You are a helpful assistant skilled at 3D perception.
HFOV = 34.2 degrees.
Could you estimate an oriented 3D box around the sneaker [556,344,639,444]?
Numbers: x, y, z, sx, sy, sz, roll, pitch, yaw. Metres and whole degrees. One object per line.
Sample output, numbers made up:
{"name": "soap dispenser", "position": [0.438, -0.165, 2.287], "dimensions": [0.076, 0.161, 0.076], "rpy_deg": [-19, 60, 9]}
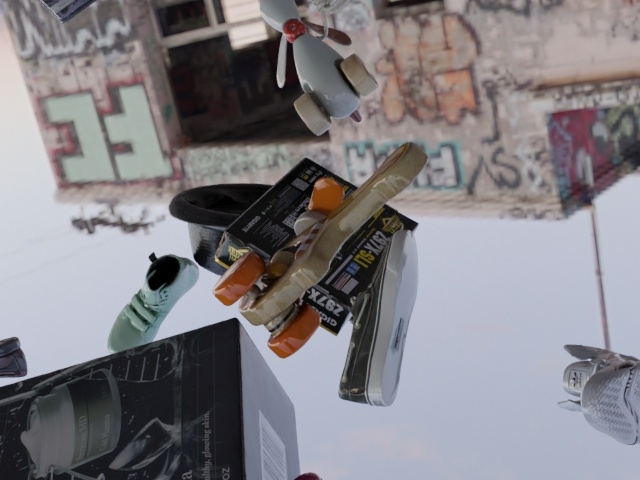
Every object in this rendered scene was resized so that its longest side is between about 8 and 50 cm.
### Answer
{"name": "sneaker", "position": [0.489, 0.263, 1.808], "dimensions": [0.210, 0.138, 0.365], "rpy_deg": [6, -179, 40]}

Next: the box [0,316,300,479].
{"name": "box", "position": [-0.290, 0.443, 1.692], "dimensions": [0.471, 0.297, 0.480], "rpy_deg": [-18, -136, 10]}

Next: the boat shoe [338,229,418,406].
{"name": "boat shoe", "position": [0.067, 0.088, 1.244], "dimensions": [0.070, 0.078, 0.219], "rpy_deg": [4, -112, 25]}

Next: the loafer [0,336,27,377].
{"name": "loafer", "position": [-0.811, 0.310, 2.373], "dimensions": [0.302, 0.095, 0.109], "rpy_deg": [-19, -168, 11]}

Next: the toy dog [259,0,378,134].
{"name": "toy dog", "position": [0.003, -0.349, 2.055], "dimensions": [0.220, 0.334, 0.161], "rpy_deg": [-16, 156, 17]}

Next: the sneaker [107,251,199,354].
{"name": "sneaker", "position": [-0.357, 0.126, 2.090], "dimensions": [0.256, 0.094, 0.151], "rpy_deg": [-51, 166, -5]}

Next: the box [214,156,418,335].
{"name": "box", "position": [0.000, 0.000, 1.863], "dimensions": [0.257, 0.079, 0.322], "rpy_deg": [32, -142, 8]}

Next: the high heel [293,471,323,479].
{"name": "high heel", "position": [-0.122, 0.384, 1.273], "dimensions": [0.181, 0.127, 0.377], "rpy_deg": [33, -146, 1]}

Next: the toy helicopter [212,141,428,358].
{"name": "toy helicopter", "position": [0.017, -0.013, 1.473], "dimensions": [0.355, 0.140, 0.235], "rpy_deg": [-43, -170, 19]}

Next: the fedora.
{"name": "fedora", "position": [-0.146, -0.013, 2.131], "dimensions": [0.333, 0.153, 0.334], "rpy_deg": [4, -162, -1]}

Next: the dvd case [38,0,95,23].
{"name": "dvd case", "position": [-0.346, -0.400, 1.362], "dimensions": [0.164, 0.221, 0.018], "rpy_deg": [-42, 165, -20]}
